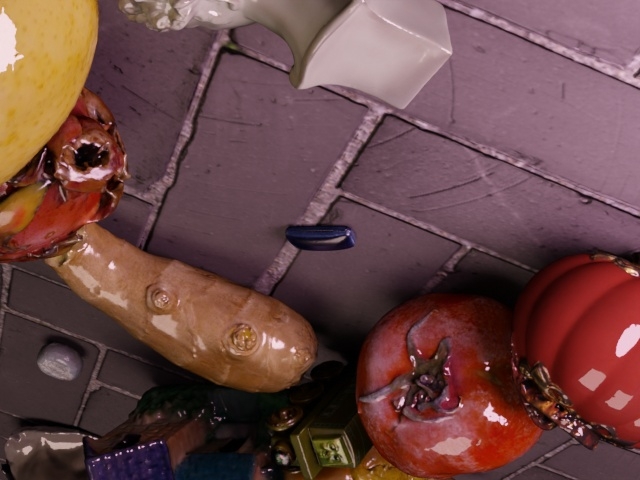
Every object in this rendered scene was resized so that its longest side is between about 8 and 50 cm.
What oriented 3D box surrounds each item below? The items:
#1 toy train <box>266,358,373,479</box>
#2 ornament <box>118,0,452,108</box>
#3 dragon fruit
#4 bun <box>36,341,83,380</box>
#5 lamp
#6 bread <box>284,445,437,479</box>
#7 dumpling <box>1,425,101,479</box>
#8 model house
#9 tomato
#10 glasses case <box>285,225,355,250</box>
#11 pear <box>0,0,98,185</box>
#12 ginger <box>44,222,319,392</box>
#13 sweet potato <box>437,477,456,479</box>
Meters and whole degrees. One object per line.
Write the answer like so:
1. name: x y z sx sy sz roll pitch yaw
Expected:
1. toy train: 0.028 0.228 1.496 0.137 0.225 0.090 -4 113 32
2. ornament: -0.030 -0.196 0.914 0.285 0.120 0.130 18 131 -5
3. dragon fruit: -0.336 -0.082 1.158 0.250 0.250 0.315 30 165 -22
4. bun: -0.414 0.190 1.821 0.083 0.045 0.083 11 147 8
5. lamp: 0.297 0.117 1.168 0.227 0.227 0.227 13 150 8
6. bread: 0.082 0.342 1.672 0.176 0.195 0.246 5 150 33
7. dumpling: -0.484 0.471 2.215 0.204 0.163 0.293 -14 126 48
8. model house: -0.194 0.369 1.689 0.312 0.280 0.245 -2 102 28
9. tomato: 0.155 0.169 1.335 0.232 0.232 0.188 -1 163 28
10. glasses case: 0.000 0.000 1.316 0.083 0.023 0.033 1 145 26
11. pear: -0.349 -0.183 0.892 0.348 0.348 0.348 13 150 8
12. ginger: -0.175 0.075 1.480 0.375 0.166 0.236 40 -175 -1
13. sweet potato: 0.140 0.379 1.818 0.255 0.078 0.058 15 150 7
